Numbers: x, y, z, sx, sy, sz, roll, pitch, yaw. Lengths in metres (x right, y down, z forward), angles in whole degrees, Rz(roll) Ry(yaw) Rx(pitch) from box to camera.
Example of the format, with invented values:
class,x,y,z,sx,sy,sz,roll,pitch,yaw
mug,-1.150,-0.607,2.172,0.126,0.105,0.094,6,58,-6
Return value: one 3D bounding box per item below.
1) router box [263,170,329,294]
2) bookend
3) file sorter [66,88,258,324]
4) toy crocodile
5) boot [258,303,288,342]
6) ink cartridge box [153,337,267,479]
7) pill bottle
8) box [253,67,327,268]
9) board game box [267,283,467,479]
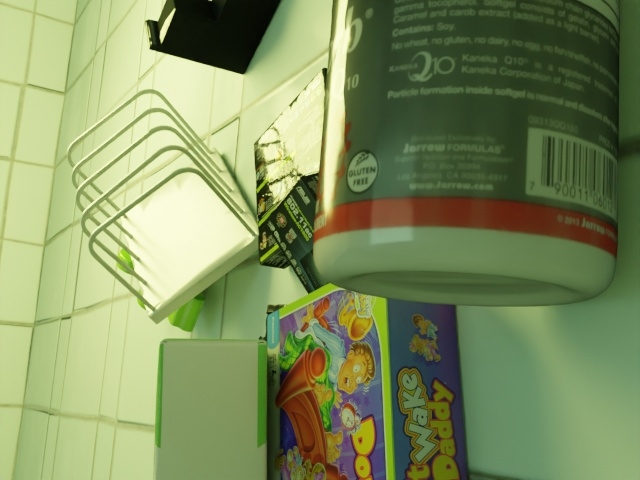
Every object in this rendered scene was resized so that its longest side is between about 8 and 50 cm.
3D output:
class,x,y,z,sx,sy,sz,roll,pitch,yaw
router box,0.000,0.000,0.892,0.122,0.038,0.092,57,137,14
bookend,-0.161,-0.346,1.229,0.156,0.157,0.072,-57,36,38
file sorter,-0.234,-0.063,1.174,0.193,0.173,0.277,-37,38,3
toy crocodile,-0.254,0.031,1.354,0.340,0.105,0.115,45,120,51
boot,-0.043,0.126,0.978,0.121,0.045,0.099,166,113,-67
ink cartridge box,-0.129,0.221,0.934,0.273,0.115,0.198,130,140,-75
pill bottle,0.110,-0.141,0.607,0.210,0.210,0.362,-15,68,60
box,-0.021,-0.084,1.007,0.191,0.045,0.184,-39,51,50
board game box,0.034,0.213,0.770,0.233,0.078,0.346,-32,53,54
